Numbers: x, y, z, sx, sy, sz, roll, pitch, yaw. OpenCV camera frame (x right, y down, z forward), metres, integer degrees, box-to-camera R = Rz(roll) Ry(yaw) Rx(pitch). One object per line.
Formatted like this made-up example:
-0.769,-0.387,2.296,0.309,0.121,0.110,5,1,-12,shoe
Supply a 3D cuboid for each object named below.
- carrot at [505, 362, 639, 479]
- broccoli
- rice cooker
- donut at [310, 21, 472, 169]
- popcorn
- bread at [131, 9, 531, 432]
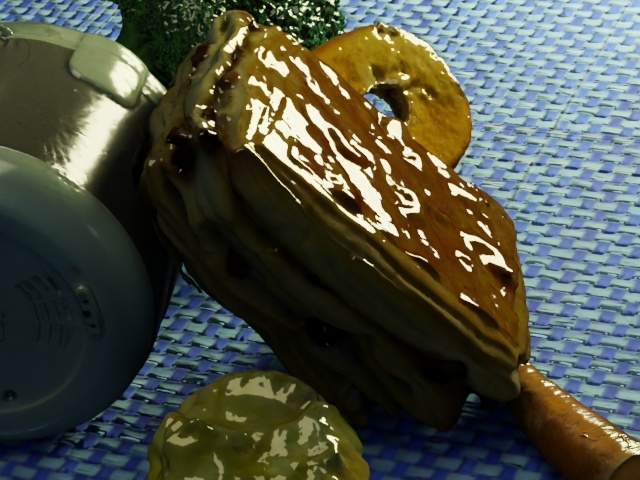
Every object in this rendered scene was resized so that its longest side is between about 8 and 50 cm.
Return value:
0.177,0.135,1.443,0.061,0.061,0.209,-20,30,-17,carrot
-0.117,-0.201,1.869,0.297,0.297,0.297,-26,27,24,broccoli
-0.242,-0.009,1.561,0.288,0.288,0.277,-2,32,10,rice cooker
0.043,-0.107,1.762,0.178,0.162,0.065,-19,-10,-28,donut
-0.060,0.176,1.327,0.195,0.173,0.168,-21,77,-27,popcorn
0.000,0.000,1.505,0.167,0.324,0.277,-47,15,22,bread
